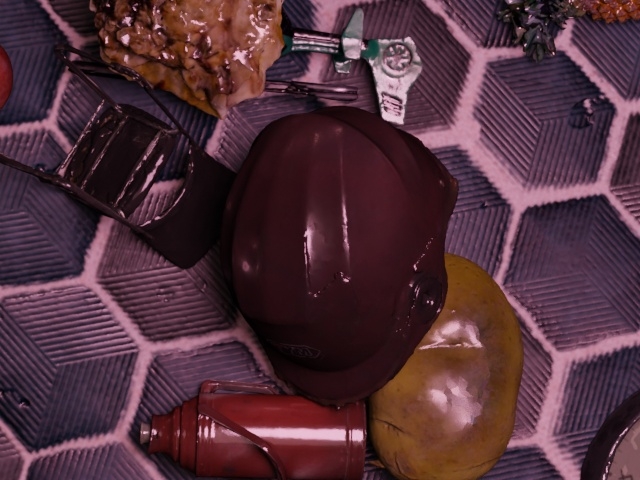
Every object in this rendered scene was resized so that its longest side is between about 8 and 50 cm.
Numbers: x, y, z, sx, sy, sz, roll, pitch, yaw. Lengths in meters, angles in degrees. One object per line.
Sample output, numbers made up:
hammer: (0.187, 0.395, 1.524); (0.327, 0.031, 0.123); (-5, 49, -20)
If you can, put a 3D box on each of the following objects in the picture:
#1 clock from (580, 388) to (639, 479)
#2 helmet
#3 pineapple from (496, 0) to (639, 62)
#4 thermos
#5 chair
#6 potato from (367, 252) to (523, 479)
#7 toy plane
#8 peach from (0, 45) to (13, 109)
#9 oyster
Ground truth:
clock: (0.436, 0.295, 1.331); (0.313, 0.061, 0.312); (1, 83, -6)
helmet: (0.000, 0.000, 1.214); (0.225, 0.177, 0.305); (1, 69, 34)
pineapple: (0.313, -0.271, 1.372); (0.221, 0.083, 0.103); (-18, 85, -5)
thermos: (-0.072, 0.200, 1.276); (0.232, 0.099, 0.124); (3, 48, -4)
chair: (-0.206, -0.081, 1.290); (0.145, 0.221, 0.140); (24, 79, 40)
potato: (0.129, 0.135, 1.276); (0.169, 0.143, 0.248); (6, 70, -15)
toy plane: (-0.076, -0.225, 1.323); (0.382, 0.106, 0.155); (7, 89, -6)
peach: (-0.392, -0.184, 1.258); (0.152, 0.152, 0.152); (1, 83, -6)
oyster: (-0.129, -0.244, 1.236); (0.223, 0.083, 0.214); (32, 102, -12)
